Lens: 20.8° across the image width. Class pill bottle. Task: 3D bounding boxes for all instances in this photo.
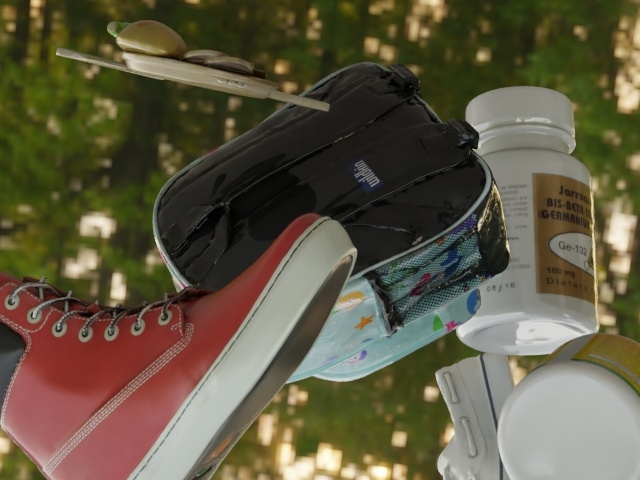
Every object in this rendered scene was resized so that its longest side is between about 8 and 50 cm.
[{"bbox_3d":[0.188,-0.019,1.614,0.131,0.229,0.131,0,161,0],"label":"pill bottle"},{"bbox_3d":[0.218,0.137,1.383,0.117,0.118,0.208,10,-171,17],"label":"pill bottle"}]

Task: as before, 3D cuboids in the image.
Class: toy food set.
[{"bbox_3d":[-0.091,-0.136,1.309,0.192,0.039,0.132,14,-177,36],"label":"toy food set"}]

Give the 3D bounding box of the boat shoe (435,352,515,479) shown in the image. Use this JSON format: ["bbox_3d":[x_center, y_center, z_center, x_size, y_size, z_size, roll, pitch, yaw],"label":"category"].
[{"bbox_3d":[0.151,0.210,1.597,0.084,0.095,0.258,-13,-144,8],"label":"boat shoe"}]

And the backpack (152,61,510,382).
[{"bbox_3d":[0.000,0.000,1.415,0.253,0.191,0.225,-27,-133,-15],"label":"backpack"}]

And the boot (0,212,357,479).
[{"bbox_3d":[-0.104,0.043,0.983,0.176,0.244,0.088,44,-157,12],"label":"boot"}]
